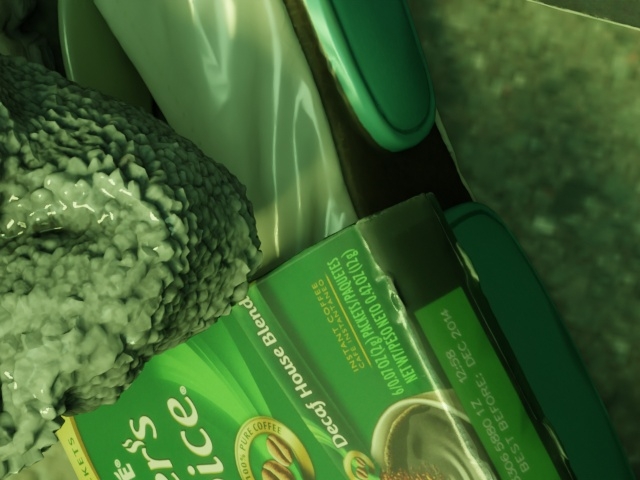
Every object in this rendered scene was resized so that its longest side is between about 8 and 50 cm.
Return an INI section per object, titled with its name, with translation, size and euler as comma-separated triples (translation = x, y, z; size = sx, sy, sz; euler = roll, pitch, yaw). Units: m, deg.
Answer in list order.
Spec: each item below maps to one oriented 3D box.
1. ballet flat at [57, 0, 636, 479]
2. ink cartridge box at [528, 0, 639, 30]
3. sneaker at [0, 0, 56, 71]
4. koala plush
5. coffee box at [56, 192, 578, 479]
[ballet flat]
translation = 0.000, 0.000, 0.661
size = 0.139, 0.139, 0.400
euler = -24, 91, 8
[ink cartridge box]
translation = 0.162, -0.137, 0.582
size = 0.333, 0.065, 0.165
euler = 17, 127, 15
[sneaker]
translation = -0.198, -0.074, 0.658
size = 0.180, 0.124, 0.321
euler = -14, 96, 6
[koala plush]
translation = -0.147, -0.039, 0.521
size = 0.203, 0.196, 0.221
euler = -28, 98, -9
[coffee box]
translation = -0.008, 0.071, 0.590
size = 0.184, 0.040, 0.113
euler = -30, 85, 46
